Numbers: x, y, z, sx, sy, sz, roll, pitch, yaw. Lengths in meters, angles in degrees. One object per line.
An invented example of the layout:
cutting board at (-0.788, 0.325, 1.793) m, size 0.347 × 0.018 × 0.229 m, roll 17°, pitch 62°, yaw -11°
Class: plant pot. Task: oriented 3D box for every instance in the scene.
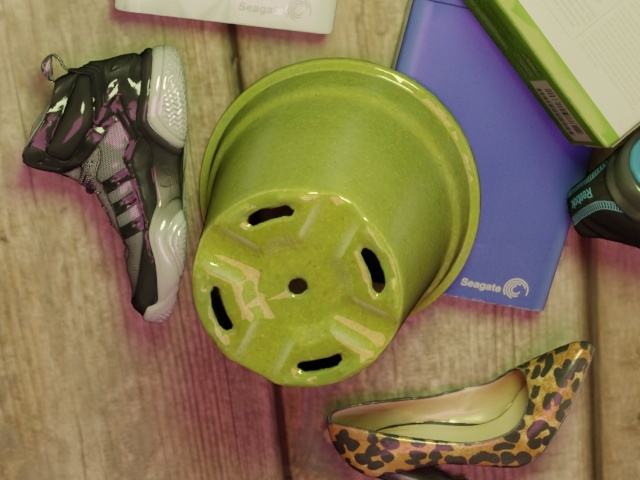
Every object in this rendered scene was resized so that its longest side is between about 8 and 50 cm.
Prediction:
plant pot at (0.000, 0.000, 1.483) m, size 0.276 × 0.254 × 0.276 m, roll 3°, pitch 110°, yaw 8°

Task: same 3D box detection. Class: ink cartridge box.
ink cartridge box at (0.286, -0.232, 1.494) m, size 0.255 × 0.097 × 0.189 m, roll -39°, pitch 100°, yaw -5°

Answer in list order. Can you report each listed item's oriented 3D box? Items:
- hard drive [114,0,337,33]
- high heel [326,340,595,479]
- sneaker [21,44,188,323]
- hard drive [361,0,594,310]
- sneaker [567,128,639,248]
hard drive at (-0.068, -0.346, 1.474) m, size 0.203 × 0.040 × 0.308 m, roll 6°, pitch 112°, yaw -8°
high heel at (0.139, 0.163, 1.684) m, size 0.186 × 0.093 × 0.261 m, roll 31°, pitch 116°, yaw -24°
sneaker at (-0.202, -0.052, 1.561) m, size 0.153 × 0.101 × 0.269 m, roll 1°, pitch 108°, yaw -5°
hard drive at (0.158, -0.095, 1.604) m, size 0.210 × 0.040 × 0.319 m, roll 10°, pitch 112°, yaw -10°
sneaker at (0.399, -0.040, 1.619) m, size 0.340 × 0.125 × 0.139 m, roll 10°, pitch 157°, yaw -26°
